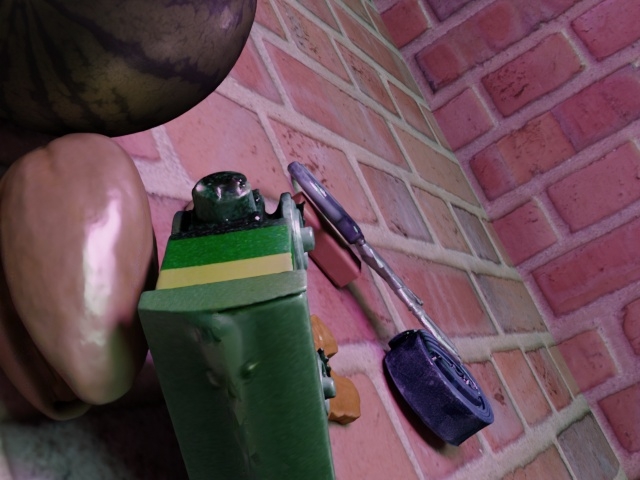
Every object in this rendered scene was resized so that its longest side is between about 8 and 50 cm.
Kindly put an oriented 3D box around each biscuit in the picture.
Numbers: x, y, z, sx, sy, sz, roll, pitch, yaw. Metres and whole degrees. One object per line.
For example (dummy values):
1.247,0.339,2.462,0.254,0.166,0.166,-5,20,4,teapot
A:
-0.025,0.145,0.860,0.144,0.040,0.236,60,18,20,biscuit

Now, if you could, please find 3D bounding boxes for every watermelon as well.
-0.190,-0.230,0.646,0.279,0.278,0.359,50,9,-23,watermelon

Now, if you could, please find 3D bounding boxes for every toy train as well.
-0.053,0.103,0.613,0.202,0.120,0.301,-95,177,-59,toy train

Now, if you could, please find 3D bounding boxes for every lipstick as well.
0.000,0.000,1.095,0.145,0.045,0.045,49,24,-21,lipstick

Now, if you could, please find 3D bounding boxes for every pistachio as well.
-0.177,0.017,0.552,0.135,0.135,0.226,33,39,-49,pistachio

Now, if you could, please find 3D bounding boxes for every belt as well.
0.172,0.216,1.133,0.190,0.082,0.141,45,17,-21,belt

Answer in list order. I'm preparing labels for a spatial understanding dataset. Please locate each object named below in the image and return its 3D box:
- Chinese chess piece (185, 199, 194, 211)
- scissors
-0.117,-0.015,0.863,0.084,0.034,0.084,46,25,-29,Chinese chess piece
0.085,0.032,1.120,0.383,0.029,0.256,49,4,-4,scissors
